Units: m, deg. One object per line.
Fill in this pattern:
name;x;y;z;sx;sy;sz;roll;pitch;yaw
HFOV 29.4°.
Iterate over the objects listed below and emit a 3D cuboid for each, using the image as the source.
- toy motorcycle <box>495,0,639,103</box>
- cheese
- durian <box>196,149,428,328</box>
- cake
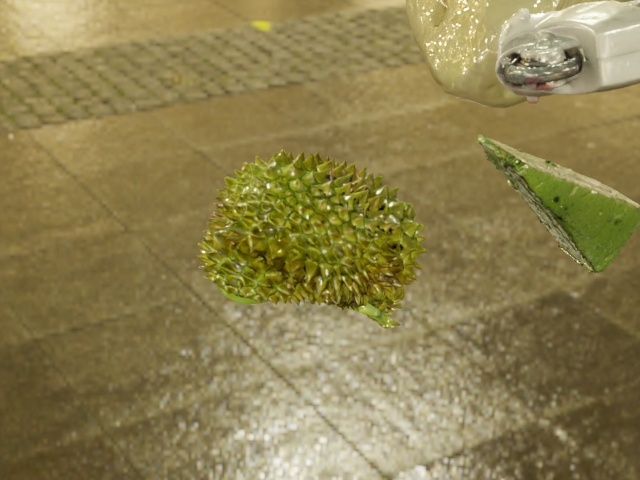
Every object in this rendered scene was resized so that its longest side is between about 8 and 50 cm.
toy motorcycle;0.274;-0.197;1.219;0.260;0.110;0.171;-17;20;-22
cheese;0.238;-0.259;1.476;0.251;0.173;0.248;20;33;-11
durian;-0.003;-0.002;1.299;0.237;0.176;0.200;22;20;-24
cake;0.279;-0.068;1.409;0.099;0.235;0.100;-46;39;2
